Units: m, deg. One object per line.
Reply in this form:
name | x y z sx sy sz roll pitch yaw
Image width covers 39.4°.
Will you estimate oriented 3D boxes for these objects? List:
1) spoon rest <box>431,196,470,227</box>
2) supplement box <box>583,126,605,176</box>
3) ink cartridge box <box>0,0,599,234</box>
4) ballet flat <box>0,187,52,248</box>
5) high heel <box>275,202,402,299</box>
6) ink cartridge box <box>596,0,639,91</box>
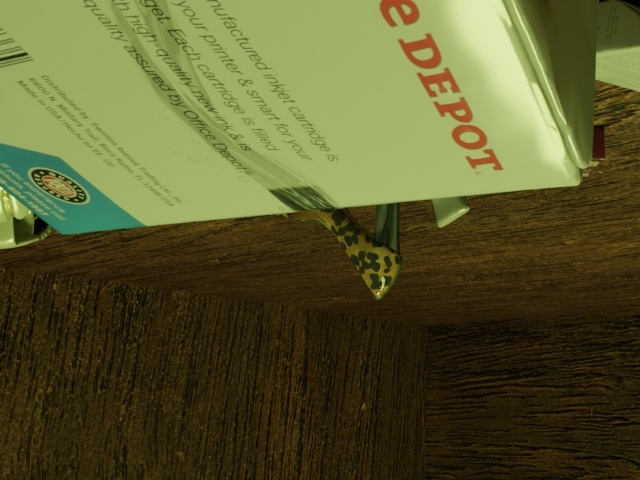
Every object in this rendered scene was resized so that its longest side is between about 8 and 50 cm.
spoon rest | 0.080 -0.100 1.150 0.276 0.084 0.137 24 135 -39
supplement box | 0.322 -0.111 1.129 0.055 0.043 0.083 2 170 2
ink cartridge box | -0.070 -0.152 0.505 0.395 0.166 0.285 -4 147 30
ballet flat | -0.376 -0.084 1.071 0.164 0.182 0.483 5 168 -7
high heel | 0.000 0.000 1.392 0.261 0.186 0.093 -2 168 23
ink cartridge box | 0.326 -0.161 0.742 0.181 0.056 0.224 9 179 -26
